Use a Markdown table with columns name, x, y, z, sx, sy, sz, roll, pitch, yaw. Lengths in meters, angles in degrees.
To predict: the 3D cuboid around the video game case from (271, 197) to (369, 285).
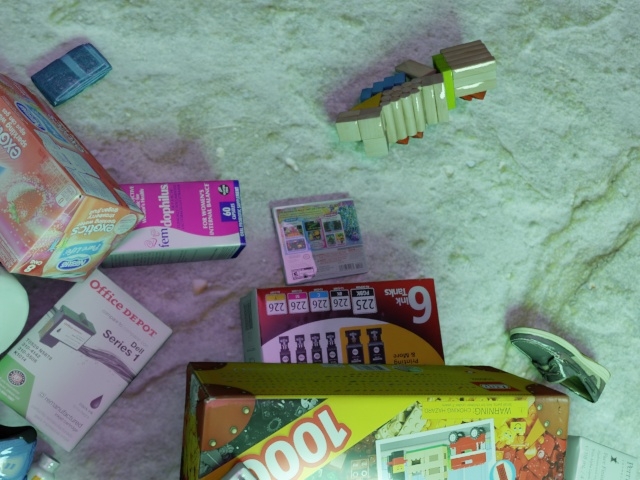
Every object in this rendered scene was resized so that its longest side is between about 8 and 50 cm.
| name | x | y | z | sx | sy | sz | roll | pitch | yaw |
| --- | --- | --- | --- | --- | --- | --- | --- | --- | --- |
| video game case | 0.000 | 0.000 | 1.115 | 0.157 | 0.019 | 0.143 | -8 | 79 | -19 |

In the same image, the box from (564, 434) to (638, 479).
| name | x | y | z | sx | sy | sz | roll | pitch | yaw |
| --- | --- | --- | --- | --- | --- | --- | --- | --- | --- |
| box | 0.417 | 0.432 | 1.055 | 0.119 | 0.182 | 0.180 | 21 | 71 | -12 |

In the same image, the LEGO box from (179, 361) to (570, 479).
| name | x | y | z | sx | sy | sz | roll | pitch | yaw |
| --- | --- | --- | --- | --- | --- | --- | --- | --- | --- |
| LEGO box | 0.061 | 0.369 | 0.845 | 0.501 | 0.193 | 0.372 | 4 | 90 | -19 |

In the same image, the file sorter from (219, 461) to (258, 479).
| name | x | y | z | sx | sy | sz | roll | pitch | yaw |
| --- | --- | --- | --- | --- | --- | --- | --- | --- | --- |
| file sorter | -0.049 | 0.413 | 0.615 | 0.193 | 0.173 | 0.277 | -41 | 103 | -13 |

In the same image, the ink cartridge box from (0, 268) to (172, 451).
| name | x | y | z | sx | sy | sz | roll | pitch | yaw |
| --- | --- | --- | --- | --- | --- | --- | --- | --- | --- |
| ink cartridge box | -0.350 | 0.170 | 0.917 | 0.160 | 0.092 | 0.219 | 40 | 69 | -5 |

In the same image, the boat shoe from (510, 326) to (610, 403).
| name | x | y | z | sx | sy | sz | roll | pitch | yaw |
| --- | --- | --- | --- | --- | --- | --- | --- | --- | --- |
| boat shoe | 0.450 | 0.236 | 1.171 | 0.224 | 0.080 | 0.073 | 30 | 64 | -14 |

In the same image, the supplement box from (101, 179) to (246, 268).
| name | x | y | z | sx | sy | sz | roll | pitch | yaw |
| --- | --- | --- | --- | --- | --- | --- | --- | --- | --- |
| supplement box | -0.240 | -0.026 | 0.993 | 0.220 | 0.114 | 0.111 | -5 | 79 | -17 |

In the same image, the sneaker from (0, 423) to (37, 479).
| name | x | y | z | sx | sy | sz | roll | pitch | yaw |
| --- | --- | --- | --- | --- | --- | --- | --- | --- | --- |
| sneaker | -0.523 | 0.227 | 0.800 | 0.330 | 0.130 | 0.147 | 27 | 87 | -13 |

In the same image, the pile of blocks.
| name | x | y | z | sx | sy | sz | roll | pitch | yaw |
| --- | --- | --- | --- | --- | --- | --- | --- | --- | --- |
| pile of blocks | 0.184 | -0.265 | 1.210 | 0.362 | 0.149 | 0.112 | -28 | 130 | -13 |

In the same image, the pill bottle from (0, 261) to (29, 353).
| name | x | y | z | sx | sy | sz | roll | pitch | yaw |
| --- | --- | --- | --- | --- | --- | --- | --- | --- | --- |
| pill bottle | -0.529 | 0.026 | 0.810 | 0.169 | 0.169 | 0.301 | -38 | 61 | -22 |

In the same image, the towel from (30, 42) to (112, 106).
| name | x | y | z | sx | sy | sz | roll | pitch | yaw |
| --- | --- | --- | --- | --- | --- | --- | --- | --- | --- |
| towel | -0.417 | -0.281 | 1.042 | 0.067 | 0.029 | 0.119 | 47 | 68 | -2 |

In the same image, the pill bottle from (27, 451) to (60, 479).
| name | x | y | z | sx | sy | sz | roll | pitch | yaw |
| --- | --- | --- | --- | --- | --- | --- | --- | --- | --- |
| pill bottle | -0.409 | 0.345 | 0.880 | 0.043 | 0.043 | 0.083 | 36 | 69 | -7 |

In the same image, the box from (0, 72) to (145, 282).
| name | x | y | z | sx | sy | sz | roll | pitch | yaw |
| --- | --- | --- | --- | --- | --- | --- | --- | --- | --- |
| box | -0.413 | -0.096 | 0.863 | 0.142 | 0.154 | 0.300 | -46 | 74 | 4 |

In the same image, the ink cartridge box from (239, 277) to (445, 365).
| name | x | y | z | sx | sy | sz | roll | pitch | yaw |
| --- | --- | --- | --- | --- | --- | --- | --- | --- | --- |
| ink cartridge box | 0.040 | 0.209 | 1.016 | 0.310 | 0.130 | 0.271 | -3 | 79 | -19 |
